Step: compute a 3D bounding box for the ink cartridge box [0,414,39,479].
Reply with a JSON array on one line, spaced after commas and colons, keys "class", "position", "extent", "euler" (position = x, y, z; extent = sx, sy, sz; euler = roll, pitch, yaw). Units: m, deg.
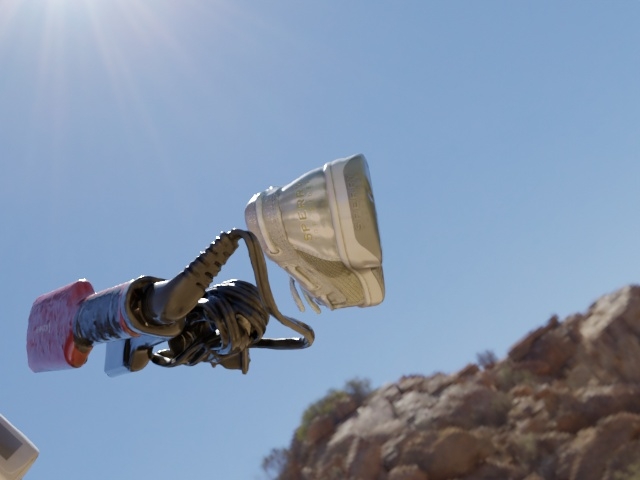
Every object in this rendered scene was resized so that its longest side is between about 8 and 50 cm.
[{"class": "ink cartridge box", "position": [-0.251, 0.123, 0.496], "extent": [0.179, 0.145, 0.045], "euler": [-46, 4, 17]}]

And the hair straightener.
[{"class": "hair straightener", "position": [-0.063, 0.031, 0.427], "extent": [0.089, 0.047, 0.230], "euler": [8, -18, -26]}]

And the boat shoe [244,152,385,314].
[{"class": "boat shoe", "position": [0.000, 0.002, 0.883], "extent": [0.103, 0.118, 0.320], "euler": [-10, -8, 1]}]
